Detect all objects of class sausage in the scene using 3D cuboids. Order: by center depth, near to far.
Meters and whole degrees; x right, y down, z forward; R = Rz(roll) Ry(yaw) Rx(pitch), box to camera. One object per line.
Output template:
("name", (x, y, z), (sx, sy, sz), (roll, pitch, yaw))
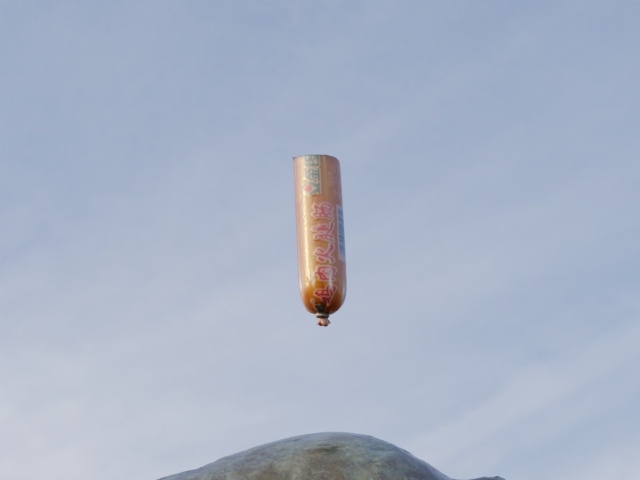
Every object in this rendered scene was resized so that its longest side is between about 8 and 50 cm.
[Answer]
("sausage", (0.000, 0.000, 0.873), (0.031, 0.107, 0.031), (-2, -21, -1))

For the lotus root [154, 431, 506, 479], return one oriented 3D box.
("lotus root", (-0.050, 0.199, 0.823), (0.350, 0.175, 0.175), (-22, -34, -3))
